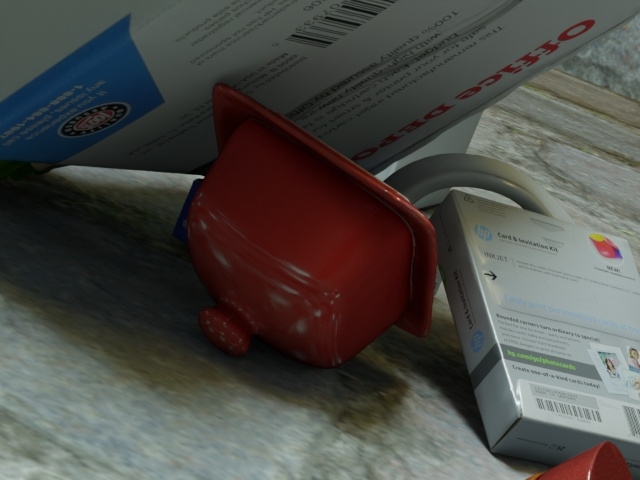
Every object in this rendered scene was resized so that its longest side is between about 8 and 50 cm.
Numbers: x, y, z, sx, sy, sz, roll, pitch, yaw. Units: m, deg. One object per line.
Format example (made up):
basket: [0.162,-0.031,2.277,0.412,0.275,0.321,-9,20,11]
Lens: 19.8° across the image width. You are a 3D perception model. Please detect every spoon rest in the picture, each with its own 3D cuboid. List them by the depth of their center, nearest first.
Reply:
spoon rest: [0.168,0.022,1.282,0.276,0.084,0.137,30,23,-15]

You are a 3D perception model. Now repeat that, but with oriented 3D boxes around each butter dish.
butter dish: [-0.023,0.016,1.050,0.160,0.118,0.160,34,-22,16]

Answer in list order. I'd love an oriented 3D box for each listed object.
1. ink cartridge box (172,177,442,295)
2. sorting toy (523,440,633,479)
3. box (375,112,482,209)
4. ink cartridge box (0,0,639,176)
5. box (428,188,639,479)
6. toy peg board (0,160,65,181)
ink cartridge box: [0.000,0.000,1.274,0.097,0.046,0.207,32,16,30]
sorting toy: [0.017,0.160,0.635,0.126,0.127,0.365,-4,6,23]
box: [-0.041,-0.168,1.601,0.345,0.168,0.215,25,14,17]
ink cartridge box: [-0.018,-0.169,1.122,0.395,0.285,0.166,3,63,-56]
box: [0.151,0.060,1.135,0.145,0.038,0.186,14,42,-28]
toy peg board: [-0.205,-0.109,1.184,0.161,0.079,0.161,61,19,2]
